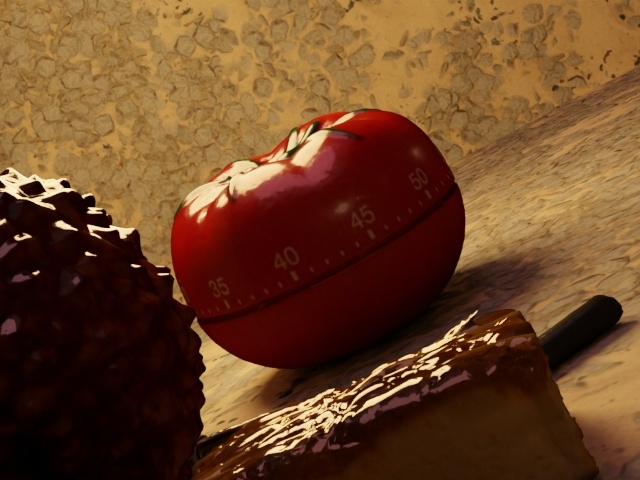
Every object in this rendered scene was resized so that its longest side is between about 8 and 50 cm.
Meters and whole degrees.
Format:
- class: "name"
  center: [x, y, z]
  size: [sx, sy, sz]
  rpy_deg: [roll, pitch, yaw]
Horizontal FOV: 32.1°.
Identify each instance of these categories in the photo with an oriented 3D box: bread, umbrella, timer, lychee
- class: "bread"
  center: [0.040, 0.151, 0.781]
  size: [0.275, 0.114, 0.185]
  rpy_deg: [-25, 7, 6]
- class: "umbrella"
  center: [0.206, 0.088, 0.961]
  size: [0.133, 0.031, 0.036]
  rpy_deg: [-30, -15, -23]
- class: "timer"
  center: [0.000, 0.000, 1.421]
  size: [0.378, 0.279, 0.378]
  rpy_deg: [-26, 8, 4]
- class: "lychee"
  center: [-0.308, 0.144, 0.960]
  size: [0.425, 0.424, 0.500]
  rpy_deg: [-26, 22, 10]

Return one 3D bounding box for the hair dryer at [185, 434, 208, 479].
- class: "hair dryer"
  center: [-0.162, 0.254, 1.128]
  size: [0.071, 0.047, 0.150]
  rpy_deg: [-23, 14, 26]
